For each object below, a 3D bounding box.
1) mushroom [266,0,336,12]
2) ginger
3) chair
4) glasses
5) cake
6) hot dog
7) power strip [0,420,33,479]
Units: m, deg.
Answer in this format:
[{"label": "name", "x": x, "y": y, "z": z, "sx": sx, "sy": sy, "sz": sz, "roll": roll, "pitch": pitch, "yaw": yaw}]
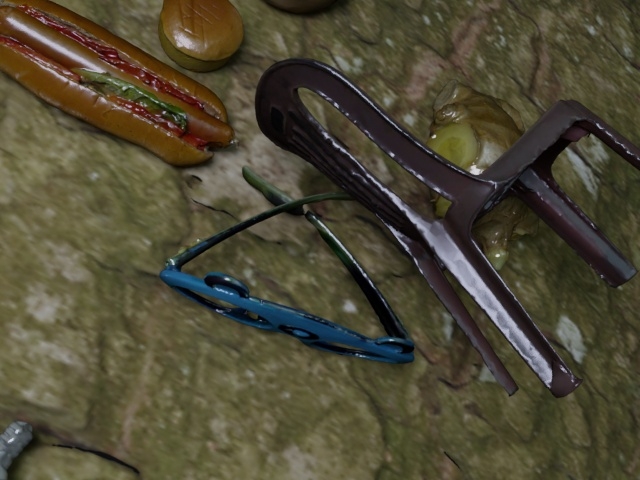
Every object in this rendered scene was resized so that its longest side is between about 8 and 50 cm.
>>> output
[{"label": "mushroom", "x": -0.045, "y": -0.452, "z": 0.684, "sx": 0.137, "sy": 0.154, "sz": 0.407, "roll": 3, "pitch": 70, "yaw": -66}, {"label": "ginger", "x": 0.172, "y": -0.069, "z": 0.688, "sx": 0.157, "sy": 0.102, "sz": 0.216, "roll": 20, "pitch": 62, "yaw": -43}, {"label": "chair", "x": 0.120, "y": -0.050, "z": 0.533, "sx": 0.183, "sy": 0.175, "sz": 0.326, "roll": -40, "pitch": 82, "yaw": -13}, {"label": "glasses", "x": -0.017, "y": 0.024, "z": 0.600, "sx": 0.239, "sy": 0.102, "sz": 0.207, "roll": 23, "pitch": 38, "yaw": -15}, {"label": "cake", "x": -0.118, "y": -0.209, "z": 0.634, "sx": 0.084, "sy": 0.044, "sz": 0.084, "roll": 6, "pitch": 73, "yaw": -20}, {"label": "hot dog", "x": -0.179, "y": -0.139, "z": 0.575, "sx": 0.236, "sy": 0.062, "sz": 0.092, "roll": 24, "pitch": 62, "yaw": -16}, {"label": "power strip", "x": -0.316, "y": 0.246, "z": 0.397, "sx": 0.098, "sy": 0.058, "sz": 0.338, "roll": 43, "pitch": 63, "yaw": -6}]
